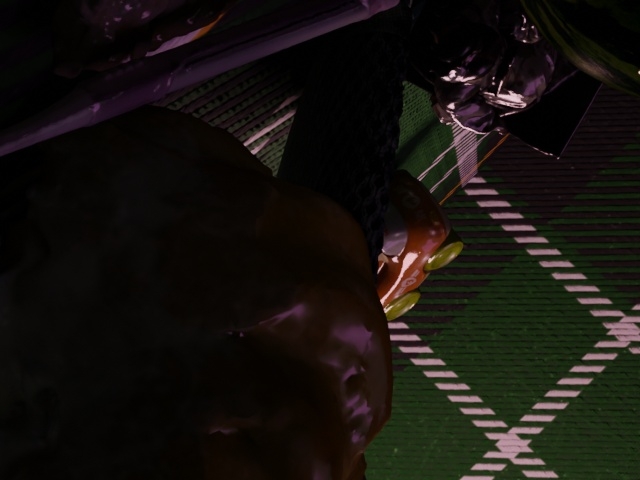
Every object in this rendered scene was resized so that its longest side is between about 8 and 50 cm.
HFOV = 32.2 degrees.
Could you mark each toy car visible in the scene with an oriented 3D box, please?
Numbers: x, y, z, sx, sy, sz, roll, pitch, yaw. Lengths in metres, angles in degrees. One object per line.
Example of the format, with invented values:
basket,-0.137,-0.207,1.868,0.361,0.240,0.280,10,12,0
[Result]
toy car,0.058,0.017,1.539,0.235,0.145,0.235,-30,158,-14

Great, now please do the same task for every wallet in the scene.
wallet,0.000,0.000,0.796,0.237,0.075,0.342,122,-21,-68

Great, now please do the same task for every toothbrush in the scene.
toothbrush,-0.076,-0.072,0.465,0.354,0.029,0.024,-30,171,-43

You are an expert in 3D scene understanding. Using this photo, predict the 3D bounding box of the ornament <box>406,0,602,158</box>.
ornament,0.128,-0.132,0.773,0.166,0.153,0.196,-65,173,21

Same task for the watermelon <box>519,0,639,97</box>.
watermelon,0.219,-0.215,0.597,0.285,0.285,0.285,-44,172,-8

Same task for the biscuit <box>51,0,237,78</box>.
biscuit,-0.008,-0.173,0.489,0.290,0.038,0.141,-44,172,4

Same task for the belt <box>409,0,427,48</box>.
belt,0.139,-0.197,0.926,0.179,0.100,0.065,-40,167,-15

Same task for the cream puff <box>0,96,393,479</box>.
cream puff,-0.105,0.105,0.589,0.323,0.274,0.270,-41,162,-5
